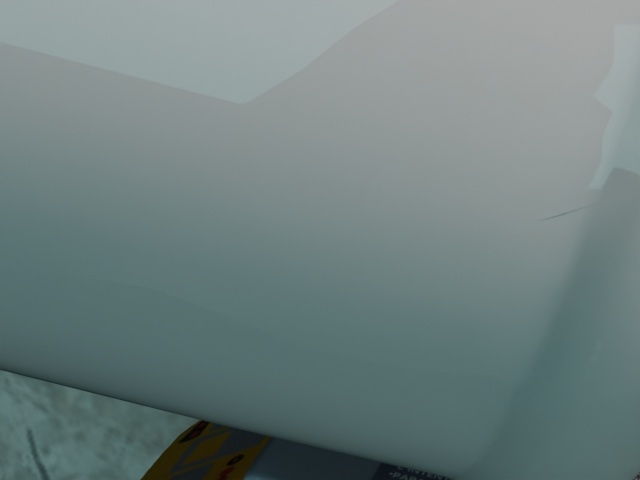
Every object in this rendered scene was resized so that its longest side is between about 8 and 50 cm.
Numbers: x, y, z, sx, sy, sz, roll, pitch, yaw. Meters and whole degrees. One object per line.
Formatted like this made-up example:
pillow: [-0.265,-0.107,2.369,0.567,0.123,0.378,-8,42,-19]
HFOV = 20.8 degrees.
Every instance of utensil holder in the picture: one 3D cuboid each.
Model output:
utensil holder: [-0.073,-0.115,0.544,0.385,0.327,0.327,14,118,-3]

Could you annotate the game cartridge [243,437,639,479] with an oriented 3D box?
game cartridge: [0.129,0.109,0.691,0.294,0.196,0.060,13,124,16]

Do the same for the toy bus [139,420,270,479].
toy bus: [0.046,0.231,0.829,0.130,0.108,0.332,-22,104,28]
